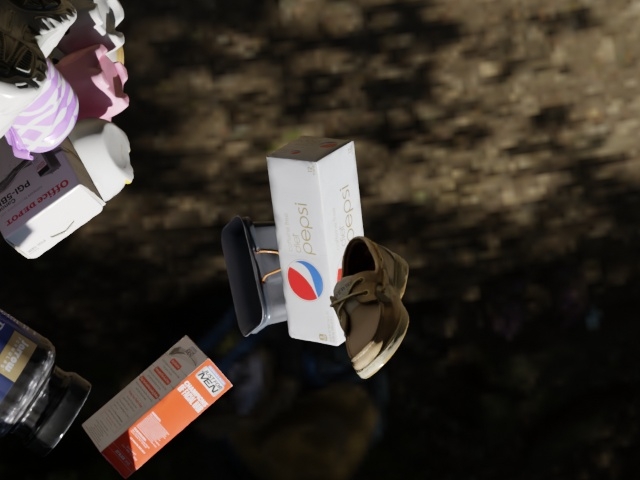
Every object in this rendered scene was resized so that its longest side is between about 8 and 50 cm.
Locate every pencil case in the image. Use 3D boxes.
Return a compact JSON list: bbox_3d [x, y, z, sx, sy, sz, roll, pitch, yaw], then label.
[{"bbox_3d":[-0.295,-0.155,1.681,0.086,0.088,0.206,11,162,23],"label":"pencil case"}]

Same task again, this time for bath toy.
[{"bbox_3d":[-0.292,-0.183,2.191,0.129,0.348,0.151,-18,143,17],"label":"bath toy"}]

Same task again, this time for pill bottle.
[{"bbox_3d":[-0.356,0.130,1.914,0.219,0.123,0.123,34,147,-10],"label":"pill bottle"}]

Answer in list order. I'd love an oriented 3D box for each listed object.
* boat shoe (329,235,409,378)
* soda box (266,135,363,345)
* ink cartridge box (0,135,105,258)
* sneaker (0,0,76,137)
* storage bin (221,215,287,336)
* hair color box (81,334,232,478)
[{"bbox_3d":[0.035,0.052,1.537,0.059,0.170,0.063,40,113,-16],"label":"boat shoe"},{"bbox_3d":[0.000,0.000,1.981,0.069,0.216,0.074,8,-154,34],"label":"soda box"},{"bbox_3d":[-0.294,-0.065,1.858,0.099,0.135,0.056,-36,149,4],"label":"ink cartridge box"},{"bbox_3d":[-0.269,-0.146,1.485,0.090,0.232,0.115,31,118,-12],"label":"sneaker"},{"bbox_3d":[-0.051,0.035,2.166,0.091,0.135,0.098,-8,165,-24],"label":"storage bin"},{"bbox_3d":[-0.194,0.196,2.170,0.167,0.093,0.053,-42,116,-6],"label":"hair color box"}]
